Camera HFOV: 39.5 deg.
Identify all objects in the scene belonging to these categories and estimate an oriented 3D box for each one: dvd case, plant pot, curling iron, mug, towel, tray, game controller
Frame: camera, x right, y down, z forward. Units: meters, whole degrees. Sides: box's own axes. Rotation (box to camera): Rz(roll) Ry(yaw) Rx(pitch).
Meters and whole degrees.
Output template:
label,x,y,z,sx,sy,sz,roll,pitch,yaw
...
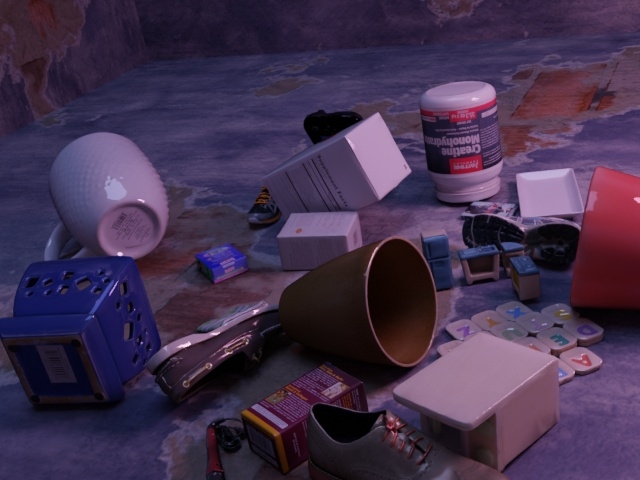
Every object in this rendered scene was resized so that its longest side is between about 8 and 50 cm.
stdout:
label,x,y,z,sx,sy,sz,roll,pitch,yaw
dvd case,0.412,-0.070,2.170,0.119,0.013,0.087,8,31,33
plant pot,-0.472,0.185,1.733,0.236,0.236,0.212,-3,31,14
curling iron,-0.156,0.371,1.433,0.068,0.035,0.274,-10,25,1
mug,-0.563,-0.061,2.288,0.374,0.276,0.328,-44,37,0
plant pot,0.610,0.011,1.657,0.243,0.275,0.275,10,31,19
plant pot,0.052,0.126,1.686,0.254,0.237,0.237,-10,21,36
towel,-0.185,0.158,1.846,0.113,0.023,0.152,-24,5,-30
tray,0.555,-0.108,2.175,0.145,0.030,0.270,-4,26,11
game controller,0.076,-0.236,2.345,0.166,0.319,0.067,9,66,27

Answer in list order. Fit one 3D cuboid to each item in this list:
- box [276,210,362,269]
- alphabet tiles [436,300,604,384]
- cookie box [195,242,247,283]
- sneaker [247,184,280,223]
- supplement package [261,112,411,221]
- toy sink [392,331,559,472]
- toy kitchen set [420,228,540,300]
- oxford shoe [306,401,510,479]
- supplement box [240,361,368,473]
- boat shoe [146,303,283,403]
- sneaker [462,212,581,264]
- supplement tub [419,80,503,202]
label,x,y,z,sx,sy,sz,roll,pitch,yaw
box,0.000,0.000,2.091,0.170,0.091,0.130,-2,27,17
alphabet tiles,0.364,0.188,1.637,0.284,0.021,0.278,-17,26,-15
cookie box,-0.237,0.054,2.131,0.092,0.040,0.107,-21,27,-22
sneaker,-0.137,-0.109,2.389,0.084,0.083,0.215,4,30,25
supplement package,0.039,-0.161,2.198,0.293,0.175,0.177,-22,12,40
toy sink,0.244,0.264,1.394,0.234,0.131,0.153,-25,28,-39
toy kitchen set,0.322,0.049,1.813,0.207,0.122,0.166,-10,21,1
oxford shoe,0.119,0.325,1.310,0.348,0.130,0.123,5,29,31
supplement box,-0.024,0.293,1.494,0.188,0.081,0.104,-26,29,-30
boat shoe,-0.174,0.213,1.705,0.324,0.116,0.097,-19,66,-42
sneaker,0.450,-0.003,1.944,0.283,0.110,0.122,8,13,30
supplement tub,0.357,-0.250,2.251,0.191,0.272,0.191,-9,20,3
